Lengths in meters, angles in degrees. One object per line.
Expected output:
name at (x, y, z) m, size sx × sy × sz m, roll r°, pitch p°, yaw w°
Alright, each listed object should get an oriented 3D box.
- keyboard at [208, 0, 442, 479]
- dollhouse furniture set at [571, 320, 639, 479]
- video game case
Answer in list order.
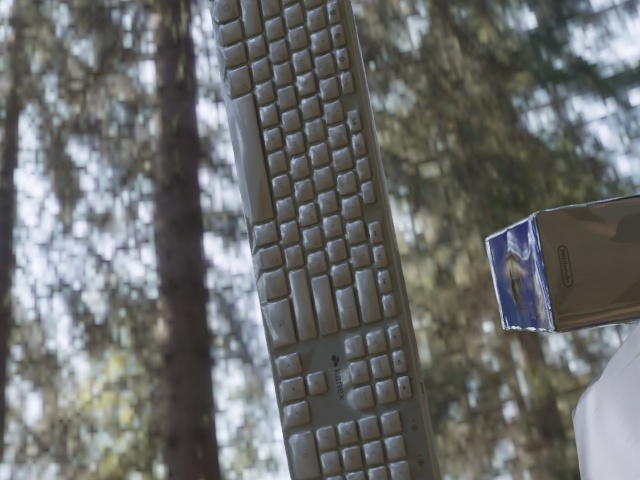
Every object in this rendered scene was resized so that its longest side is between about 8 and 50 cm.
keyboard at (0.000, 0.000, 0.839) m, size 0.072 × 0.256 × 0.014 m, roll -15°, pitch -13°, yaw 24°
dollhouse furniture set at (0.265, 0.003, 0.423) m, size 0.362 × 0.394 × 0.256 m, roll 4°, pitch -32°, yaw -12°
video game case at (0.218, -0.001, 0.960) m, size 0.244 × 0.061 × 0.269 m, roll -11°, pitch -2°, yaw 0°
